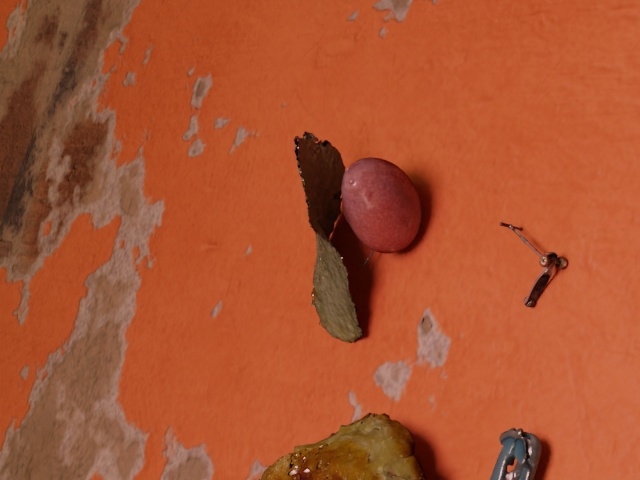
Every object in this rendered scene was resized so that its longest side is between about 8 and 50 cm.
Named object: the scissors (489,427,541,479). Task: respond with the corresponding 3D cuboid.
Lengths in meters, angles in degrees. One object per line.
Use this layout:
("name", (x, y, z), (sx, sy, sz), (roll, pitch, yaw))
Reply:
("scissors", (0.135, 0.368, 1.368), (0.180, 0.032, 0.393), (19, 90, 53))

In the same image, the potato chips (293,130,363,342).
("potato chips", (0.008, 0.001, 1.627), (0.059, 0.167, 0.228), (-6, 66, 2))

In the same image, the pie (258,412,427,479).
("pie", (0.001, 0.348, 1.472), (0.288, 0.103, 0.354), (26, 95, 60))

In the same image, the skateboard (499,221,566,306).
("skateboard", (0.208, 0.020, 1.444), (0.083, 0.032, 0.064), (54, 126, 44))

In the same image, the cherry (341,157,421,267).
("cherry", (0.069, -0.040, 1.580), (0.126, 0.087, 0.106), (94, 152, -73))
